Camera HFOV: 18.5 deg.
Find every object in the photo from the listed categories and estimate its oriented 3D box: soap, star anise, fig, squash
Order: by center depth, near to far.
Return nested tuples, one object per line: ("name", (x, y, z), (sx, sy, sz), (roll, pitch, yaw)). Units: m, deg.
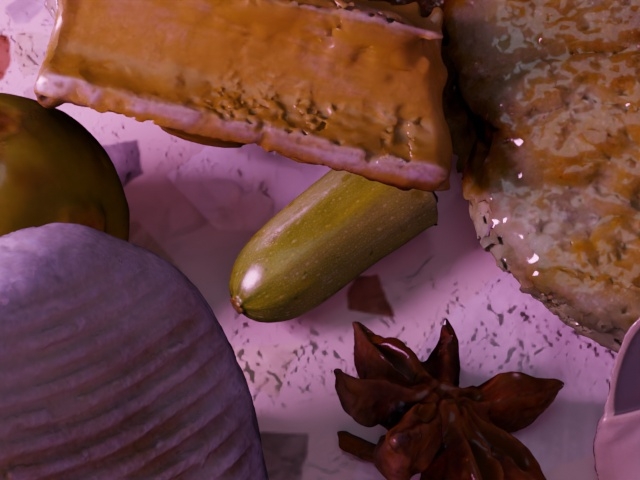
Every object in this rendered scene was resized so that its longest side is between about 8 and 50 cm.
("star anise", (0.096, 0.147, 1.511), (0.196, 0.111, 0.212), (6, 24, -12))
("fig", (-0.277, -0.024, 1.608), (0.230, 0.207, 0.207), (27, 63, 20))
("squash", (0.000, 0.000, 1.631), (0.188, 0.095, 0.095), (-35, 60, -13))
("soap", (-0.046, -0.151, 1.652), (0.339, 0.304, 0.169), (14, 102, 0))

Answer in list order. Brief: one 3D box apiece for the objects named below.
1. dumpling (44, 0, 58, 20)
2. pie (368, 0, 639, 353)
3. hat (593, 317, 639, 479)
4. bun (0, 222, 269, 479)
("dumpling", (-0.227, -0.228, 1.837), (0.059, 0.043, 0.077), (-9, 38, -20))
("pie", (0.281, -0.120, 1.636), (0.395, 0.180, 0.418), (-29, 71, -6))
("hat", (0.334, 0.155, 1.463), (0.275, 0.161, 0.232), (-29, 43, 15))
("bun", (-0.195, 0.170, 1.412), (0.211, 0.362, 0.362), (-9, 45, 49))
